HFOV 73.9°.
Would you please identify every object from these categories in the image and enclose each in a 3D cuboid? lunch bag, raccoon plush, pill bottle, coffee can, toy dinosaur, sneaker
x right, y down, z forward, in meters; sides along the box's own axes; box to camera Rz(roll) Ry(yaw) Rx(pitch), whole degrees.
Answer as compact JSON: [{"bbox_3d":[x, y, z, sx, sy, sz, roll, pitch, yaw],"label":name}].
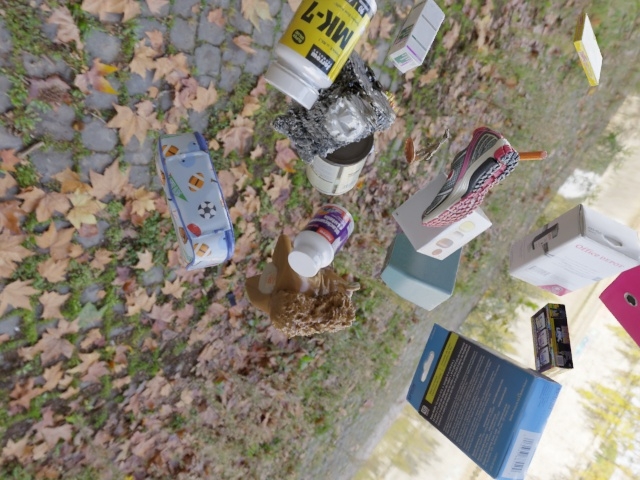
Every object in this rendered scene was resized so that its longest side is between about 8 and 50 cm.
[{"bbox_3d":[-0.289,-0.087,0.960,0.114,0.243,0.304,-14,87,-22],"label":"lunch bag"},{"bbox_3d":[-0.020,-0.280,0.991,0.299,0.216,0.446,-28,-174,27],"label":"raccoon plush"},{"bbox_3d":[-0.005,-0.348,0.750,0.209,0.119,0.119,-57,148,11],"label":"pill bottle"},{"bbox_3d":[0.056,-0.295,1.451,0.201,0.201,0.275,-49,175,-14],"label":"coffee can"},{"bbox_3d":[0.351,-0.286,1.389,0.092,0.053,0.183,-27,172,-43],"label":"toy dinosaur"},{"bbox_3d":[0.000,0.000,1.073,0.193,0.108,0.108,-53,151,-42],"label":"pill bottle"},{"bbox_3d":[0.352,-0.141,1.054,0.120,0.112,0.299,-3,144,-35],"label":"sneaker"}]

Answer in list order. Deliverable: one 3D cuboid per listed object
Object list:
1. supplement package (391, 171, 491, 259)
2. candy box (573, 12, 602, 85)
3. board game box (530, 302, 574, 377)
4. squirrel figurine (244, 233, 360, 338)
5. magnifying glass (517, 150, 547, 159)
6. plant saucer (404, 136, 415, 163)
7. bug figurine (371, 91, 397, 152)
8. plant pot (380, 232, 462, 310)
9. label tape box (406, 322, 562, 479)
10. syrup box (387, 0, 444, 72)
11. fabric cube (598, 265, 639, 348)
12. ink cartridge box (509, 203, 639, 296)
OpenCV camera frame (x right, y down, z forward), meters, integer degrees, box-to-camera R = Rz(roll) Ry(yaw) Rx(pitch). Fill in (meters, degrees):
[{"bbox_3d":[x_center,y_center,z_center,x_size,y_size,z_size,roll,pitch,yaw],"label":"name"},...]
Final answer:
[{"bbox_3d":[0.364,-0.064,1.270,0.194,0.149,0.203,-41,149,24],"label":"supplement package"},{"bbox_3d":[0.830,-0.587,1.317,0.205,0.027,0.105,32,72,-40],"label":"candy box"},{"bbox_3d":[0.621,0.272,1.149,0.141,0.048,0.171,75,20,-63],"label":"board game box"},{"bbox_3d":[-0.026,0.213,1.565,0.370,0.397,0.281,21,114,-35],"label":"squirrel figurine"},{"bbox_3d":[0.583,-0.255,1.303,0.092,0.231,0.026,-25,105,-20],"label":"magnifying glass"},{"bbox_3d":[0.283,-0.283,1.337,0.013,0.084,0.084,-7,132,-3],"label":"plant saucer"},{"bbox_3d":[0.190,-0.513,1.813,0.279,0.216,0.072,-65,168,24],"label":"bug figurine"},{"bbox_3d":[0.384,0.099,1.697,0.248,0.252,0.247,106,5,-67],"label":"plant pot"},{"bbox_3d":[0.395,0.394,1.096,0.115,0.347,0.249,21,91,-25],"label":"label tape box"},{"bbox_3d":[0.340,-0.729,1.513,0.096,0.093,0.237,34,75,-26],"label":"syrup box"},{"bbox_3d":[0.894,0.150,1.004,0.258,0.258,0.254,-23,149,-1],"label":"fabric cube"},{"bbox_3d":[0.569,0.030,0.970,0.218,0.158,0.092,128,-17,-59],"label":"ink cartridge box"}]
